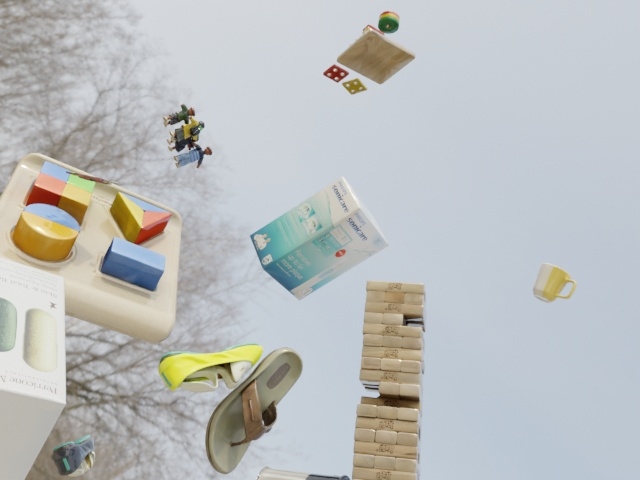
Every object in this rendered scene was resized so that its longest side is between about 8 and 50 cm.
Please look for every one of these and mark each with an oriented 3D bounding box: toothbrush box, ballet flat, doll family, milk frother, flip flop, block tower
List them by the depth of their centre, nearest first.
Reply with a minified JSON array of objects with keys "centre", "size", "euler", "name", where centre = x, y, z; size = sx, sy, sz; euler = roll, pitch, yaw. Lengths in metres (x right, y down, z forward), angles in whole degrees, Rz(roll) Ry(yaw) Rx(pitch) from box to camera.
[{"centre":[0.103,0.232,1.008],"size":[0.097,0.336,0.091],"euler":[2,-24,13],"name":"block tower"},{"centre":[-0.030,0.426,1.035],"size":[0.134,0.143,0.129],"euler":[-2,-57,22],"name":"milk frother"},{"centre":[-0.195,0.246,1.303],"size":[0.077,0.230,0.077],"euler":[-54,-128,31],"name":"ballet flat"},{"centre":[-0.119,0.327,1.350],"size":[0.080,0.277,0.112],"euler":[6,-43,51],"name":"flip flop"},{"centre":[-0.489,0.434,1.383],"size":[0.074,0.074,0.203],"euler":[57,-12,5],"name":"ballet flat"},{"centre":[0.000,0.000,1.825],"size":[0.216,0.295,0.126],"euler":[48,12,-53],"name":"toothbrush box"},{"centre":[-0.367,-0.288,1.942],"size":[0.076,0.111,0.193],"euler":[47,-30,31],"name":"doll family"}]

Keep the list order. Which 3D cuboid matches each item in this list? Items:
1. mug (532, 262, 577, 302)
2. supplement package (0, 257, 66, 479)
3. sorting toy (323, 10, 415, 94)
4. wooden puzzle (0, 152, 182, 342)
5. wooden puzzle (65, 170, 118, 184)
[{"centre":[0.449,0.086,1.349],"size":[0.062,0.064,0.078],"euler":[32,-10,-8],"name":"mug"},{"centre":[-0.446,0.162,0.853],"size":[0.198,0.199,0.263],"euler":[-57,-148,17],"name":"supplement package"},{"centre":[0.124,-0.431,1.605],"size":[0.274,0.132,0.046],"euler":[-29,-133,52],"name":"sorting toy"},{"centre":[-0.384,-0.012,1.185],"size":[0.080,0.322,0.348],"euler":[-54,-155,28],"name":"wooden puzzle"},{"centre":[-0.371,-0.100,1.133],"size":[0.083,0.049,0.006],"euler":[12,-92,11],"name":"wooden puzzle"}]
